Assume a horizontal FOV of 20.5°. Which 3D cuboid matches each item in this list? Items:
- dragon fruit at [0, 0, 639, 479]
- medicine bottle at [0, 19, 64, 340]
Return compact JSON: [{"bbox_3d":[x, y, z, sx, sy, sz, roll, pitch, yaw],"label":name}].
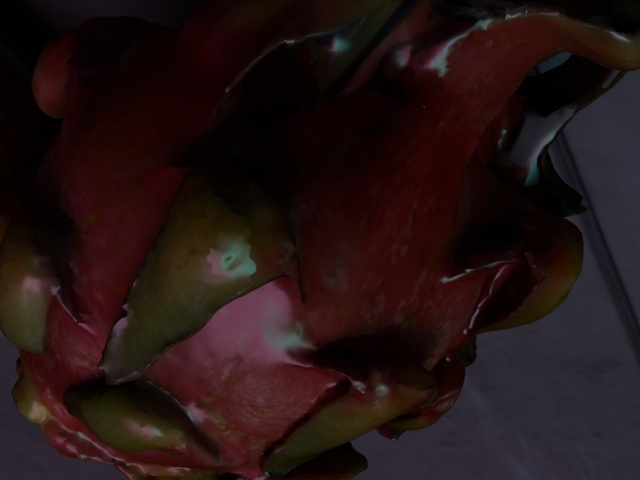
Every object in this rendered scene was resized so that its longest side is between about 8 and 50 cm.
[{"bbox_3d":[-0.006,-0.022,0.771,0.227,0.307,0.243,55,168,8],"label":"dragon fruit"},{"bbox_3d":[-0.179,-0.038,0.896,0.131,0.131,0.250,-11,138,34],"label":"medicine bottle"}]
